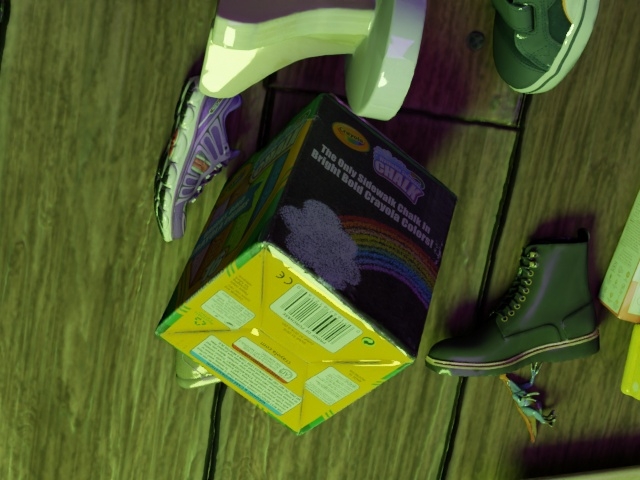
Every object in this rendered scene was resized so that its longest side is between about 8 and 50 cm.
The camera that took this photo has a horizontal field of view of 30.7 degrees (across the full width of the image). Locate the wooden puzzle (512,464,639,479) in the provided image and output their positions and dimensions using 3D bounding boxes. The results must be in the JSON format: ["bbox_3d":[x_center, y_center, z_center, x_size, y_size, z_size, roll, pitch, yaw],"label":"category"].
[{"bbox_3d":[0.346,0.401,1.372,0.348,0.080,0.322,-7,108,-12],"label":"wooden puzzle"}]

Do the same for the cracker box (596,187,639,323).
[{"bbox_3d":[0.416,-0.013,1.255,0.156,0.067,0.232,15,105,-15],"label":"cracker box"}]

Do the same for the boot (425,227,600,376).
[{"bbox_3d":[0.202,0.065,1.251,0.198,0.077,0.137,-10,104,-19],"label":"boot"}]

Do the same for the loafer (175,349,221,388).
[{"bbox_3d":[-0.085,0.114,1.223,0.148,0.056,0.050,-18,115,-3],"label":"loafer"}]

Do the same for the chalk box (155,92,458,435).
[{"bbox_3d":[0.000,0.000,1.112,0.180,0.289,0.179,38,131,-15],"label":"chalk box"}]

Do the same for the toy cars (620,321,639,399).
[{"bbox_3d":[0.483,0.208,1.256,0.176,0.087,0.393,-43,113,0],"label":"toy cars"}]

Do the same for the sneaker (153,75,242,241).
[{"bbox_3d":[-0.120,-0.076,1.155,0.071,0.068,0.170,15,104,-19],"label":"sneaker"}]

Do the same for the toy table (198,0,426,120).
[{"bbox_3d":[-0.007,-0.224,1.021,0.161,0.274,0.252,10,115,-9],"label":"toy table"}]

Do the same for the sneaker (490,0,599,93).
[{"bbox_3d":[0.196,-0.275,1.065,0.127,0.126,0.321,-6,135,-23],"label":"sneaker"}]

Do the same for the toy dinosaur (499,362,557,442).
[{"bbox_3d":[0.224,0.180,1.301,0.082,0.047,0.090,31,112,2],"label":"toy dinosaur"}]
